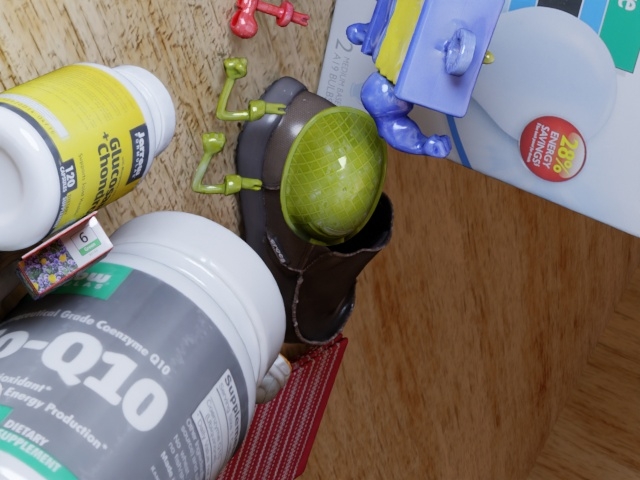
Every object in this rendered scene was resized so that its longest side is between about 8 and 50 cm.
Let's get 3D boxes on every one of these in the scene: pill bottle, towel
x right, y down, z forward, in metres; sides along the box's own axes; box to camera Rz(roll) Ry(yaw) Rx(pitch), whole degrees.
[{"bbox_3d":[-0.180,-0.067,1.329,0.184,0.103,0.103,-35,143,-56],"label":"pill bottle"},{"bbox_3d":[-0.172,0.137,1.408,0.361,0.204,0.204,-54,158,-53],"label":"pill bottle"},{"bbox_3d":[-0.064,0.218,2.071,0.275,0.031,0.198,-27,138,-59],"label":"towel"}]

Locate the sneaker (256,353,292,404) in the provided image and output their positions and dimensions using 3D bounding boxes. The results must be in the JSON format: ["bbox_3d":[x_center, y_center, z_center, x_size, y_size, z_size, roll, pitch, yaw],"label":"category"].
[{"bbox_3d":[-0.118,0.117,1.743,0.121,0.099,0.262,-56,152,-7],"label":"sneaker"}]

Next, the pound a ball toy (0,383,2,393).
[{"bbox_3d":[-0.341,0.101,1.109,0.319,0.136,0.208,-57,133,-24],"label":"pound a ball toy"}]

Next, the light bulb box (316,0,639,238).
[{"bbox_3d":[0.228,-0.249,1.808,0.225,0.361,0.357,-39,147,-53],"label":"light bulb box"}]

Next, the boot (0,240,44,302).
[{"bbox_3d":[-0.245,0.038,1.385,0.087,0.042,0.118,-63,160,9],"label":"boot"}]

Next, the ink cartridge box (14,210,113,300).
[{"bbox_3d":[-0.178,0.012,1.314,0.063,0.029,0.115,-33,-178,-12],"label":"ink cartridge box"}]

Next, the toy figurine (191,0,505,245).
[{"bbox_3d":[0.049,-0.152,1.565,0.191,0.217,0.362,17,99,-27],"label":"toy figurine"}]

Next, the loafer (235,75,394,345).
[{"bbox_3d":[0.000,0.000,1.837,0.134,0.130,0.366,-56,158,-26],"label":"loafer"}]
